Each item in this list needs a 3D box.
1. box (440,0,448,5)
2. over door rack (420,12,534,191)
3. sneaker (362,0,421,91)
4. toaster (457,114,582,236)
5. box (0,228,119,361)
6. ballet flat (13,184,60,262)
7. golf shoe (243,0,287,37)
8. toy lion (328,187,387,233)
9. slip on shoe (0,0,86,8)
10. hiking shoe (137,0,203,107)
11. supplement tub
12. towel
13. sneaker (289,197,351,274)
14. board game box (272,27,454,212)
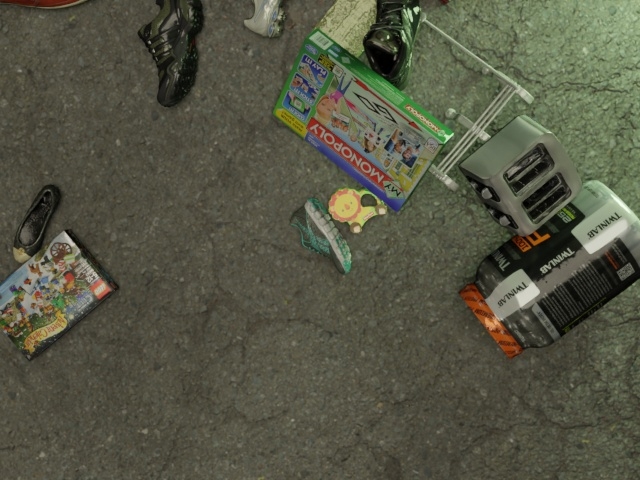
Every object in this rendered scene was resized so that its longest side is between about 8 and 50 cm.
[{"bbox_3d":[0.203,-0.584,1.796,0.123,0.128,0.257,-40,93,5],"label":"box"},{"bbox_3d":[0.213,-0.281,1.846,0.324,0.108,0.239,41,95,13],"label":"over door rack"},{"bbox_3d":[0.133,-0.396,1.753,0.087,0.130,0.227,6,86,12],"label":"sneaker"},{"bbox_3d":[0.376,-0.122,1.762,0.186,0.110,0.168,-39,123,-1],"label":"toaster"},{"bbox_3d":[-0.548,0.110,1.933,0.233,0.044,0.159,-40,92,5],"label":"box"},{"bbox_3d":[-0.577,-0.035,1.917,0.057,0.049,0.173,25,96,1],"label":"ballet flat"},{"bbox_3d":[-0.098,-0.485,1.851,0.086,0.069,0.176,18,95,7],"label":"golf shoe"},{"bbox_3d":[0.069,-0.068,1.901,0.100,0.034,0.096,-36,85,5],"label":"toy lion"},{"bbox_3d":[-0.567,-0.515,1.848,0.331,0.101,0.123,-1,94,1],"label":"slip on shoe"},{"bbox_3d":[-0.301,-0.375,1.869,0.114,0.086,0.226,12,90,15],"label":"hiking shoe"},{"bbox_3d":[0.444,0.061,1.807,0.338,0.207,0.207,-38,93,4],"label":"supplement tub"},{"bbox_3d":[0.062,-0.425,1.867,0.110,0.027,0.148,37,95,-2],"label":"towel"},{"bbox_3d":[0.000,0.000,1.901,0.076,0.065,0.166,-31,90,21],"label":"sneaker"},{"bbox_3d":[0.072,-0.220,1.788,0.317,0.046,0.213,39,139,7],"label":"board game box"}]
